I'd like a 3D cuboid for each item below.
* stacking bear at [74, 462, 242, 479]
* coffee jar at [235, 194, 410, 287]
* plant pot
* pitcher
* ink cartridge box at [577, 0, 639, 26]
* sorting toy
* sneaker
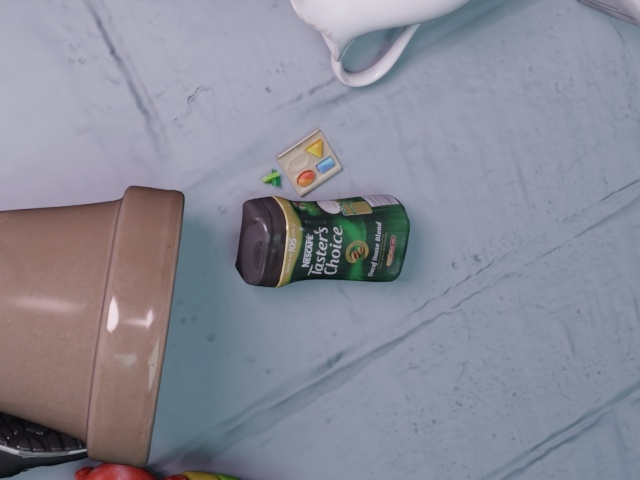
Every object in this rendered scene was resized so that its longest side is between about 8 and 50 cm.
[{"bbox_3d":[-0.155,0.344,1.179,0.289,0.175,0.164,27,105,-25],"label":"stacking bear"},{"bbox_3d":[0.000,0.000,1.105,0.184,0.079,0.096,-2,117,-23],"label":"coffee jar"},{"bbox_3d":[-0.256,0.070,0.948,0.229,0.263,0.263,7,114,-8],"label":"plant pot"},{"bbox_3d":[0.081,-0.249,0.996,0.207,0.125,0.178,-30,146,5],"label":"pitcher"},{"bbox_3d":[0.267,-0.427,0.947,0.384,0.160,0.279,34,99,-34],"label":"ink cartridge box"},{"bbox_3d":[-0.022,-0.075,1.095,0.083,0.012,0.062,-35,125,-4],"label":"sorting toy"},{"bbox_3d":[-0.373,0.212,1.054,0.283,0.107,0.124,5,130,-24],"label":"sneaker"}]
